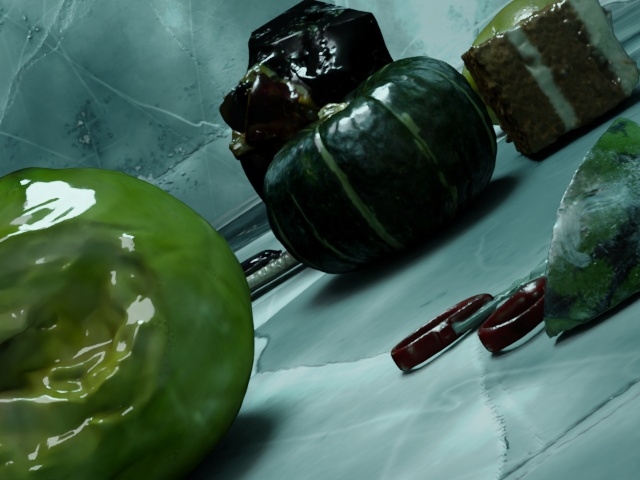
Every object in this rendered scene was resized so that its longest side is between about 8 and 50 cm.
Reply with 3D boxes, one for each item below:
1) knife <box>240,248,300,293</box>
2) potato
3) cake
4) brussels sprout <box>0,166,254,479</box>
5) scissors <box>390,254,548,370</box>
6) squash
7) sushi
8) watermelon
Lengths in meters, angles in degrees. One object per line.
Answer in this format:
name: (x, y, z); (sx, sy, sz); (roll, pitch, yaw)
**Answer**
knife: (-0.003, -0.005, 1.689); (0.365, 0.043, 0.089); (-31, 12, 1)
potato: (0.261, -0.221, 1.694); (0.194, 0.157, 0.157); (-43, 0, 33)
cake: (0.243, -0.180, 1.433); (0.147, 0.135, 0.134); (-32, 4, 2)
brussels sprout: (-0.214, 0.085, 1.034); (0.344, 0.268, 0.344); (-16, 12, 3)
scissors: (0.164, 0.012, 0.944); (0.247, 0.017, 0.144); (-35, 8, -32)
squash: (0.058, -0.075, 1.390); (0.252, 0.165, 0.252); (-31, 10, 6)
sushi: (-0.004, -0.133, 1.606); (0.212, 0.227, 0.215); (-32, 23, -9)
watermelon: (0.186, 0.001, 0.821); (0.101, 0.080, 0.155); (20, 39, 35)
